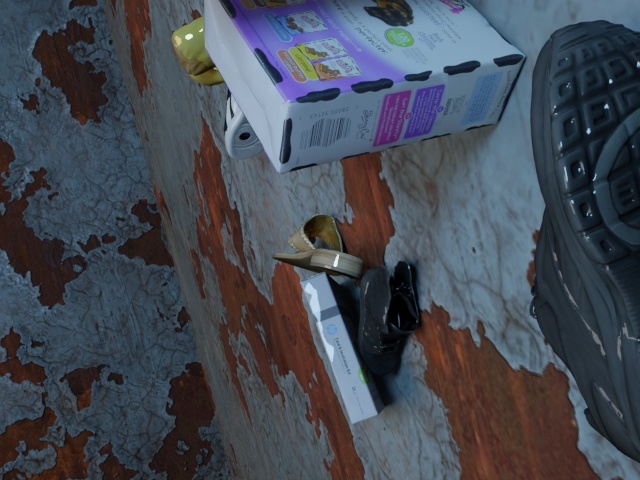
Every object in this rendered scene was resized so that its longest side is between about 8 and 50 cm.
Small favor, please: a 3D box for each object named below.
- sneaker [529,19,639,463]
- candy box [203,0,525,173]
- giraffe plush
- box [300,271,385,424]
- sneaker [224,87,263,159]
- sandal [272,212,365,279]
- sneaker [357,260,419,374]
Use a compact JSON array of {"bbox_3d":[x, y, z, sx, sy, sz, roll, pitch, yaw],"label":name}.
[{"bbox_3d":[0.174,0.013,0.409,0.130,0.109,0.286,177,80,-75],"label":"sneaker"},{"bbox_3d":[0.028,-0.149,0.522,0.070,0.196,0.164,101,147,-49],"label":"candy box"},{"bbox_3d":[-0.046,-0.197,0.783,0.210,0.181,0.170,-26,91,35],"label":"giraffe plush"},{"bbox_3d":[0.032,0.141,0.872,0.145,0.038,0.186,49,-159,-76],"label":"box"},{"bbox_3d":[-0.110,-0.234,1.001,0.121,0.079,0.216,66,150,30],"label":"sneaker"},{"bbox_3d":[0.006,0.002,0.895,0.240,0.088,0.079,2,74,71],"label":"sandal"},{"bbox_3d":[0.080,0.096,0.775,0.089,0.051,0.170,-141,43,-64],"label":"sneaker"}]
